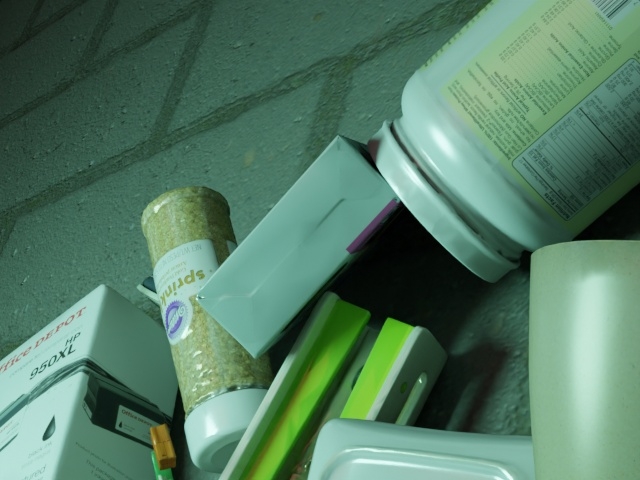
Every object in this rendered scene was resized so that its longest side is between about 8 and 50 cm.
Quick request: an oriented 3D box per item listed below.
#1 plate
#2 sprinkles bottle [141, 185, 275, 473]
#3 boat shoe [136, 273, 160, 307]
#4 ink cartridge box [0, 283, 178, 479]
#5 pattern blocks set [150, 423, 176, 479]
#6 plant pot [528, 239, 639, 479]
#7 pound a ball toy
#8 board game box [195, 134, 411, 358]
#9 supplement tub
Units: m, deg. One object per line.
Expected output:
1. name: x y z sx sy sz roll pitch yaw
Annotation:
1. plate: 0.070 0.279 0.877 0.278 0.045 0.277 -2 58 36
2. sprinkles bottle: -0.132 0.102 1.297 0.121 0.121 0.355 -36 52 24
3. boat shoe: -0.169 0.080 1.474 0.254 0.095 0.079 13 71 54
4. ink cartridge box: -0.352 0.290 1.393 0.285 0.166 0.395 -34 29 24
5. pattern blocks set: -0.128 0.325 1.065 0.026 0.285 0.325 -13 17 -14
6. plant pot: 0.258 0.163 0.756 0.256 0.256 0.274 -1 75 51
7. pound a ball toy: 0.035 0.239 1.063 0.208 0.136 0.319 19 72 30
8. board game box: 0.000 0.000 1.191 0.224 0.097 0.303 -47 -4 9
9. supplement tub: 0.231 -0.136 1.054 0.325 0.235 0.235 -42 33 15
